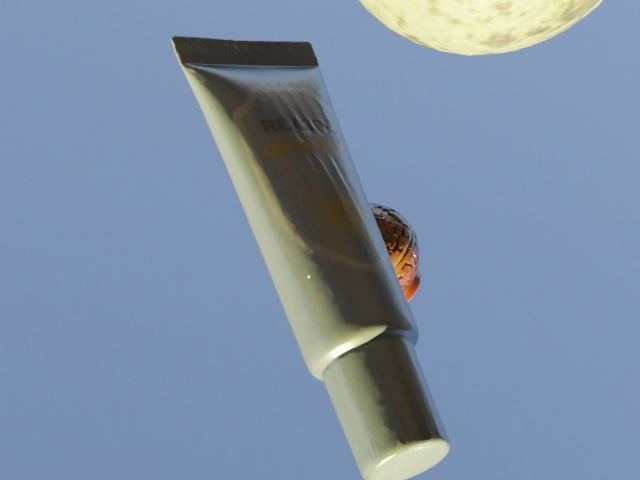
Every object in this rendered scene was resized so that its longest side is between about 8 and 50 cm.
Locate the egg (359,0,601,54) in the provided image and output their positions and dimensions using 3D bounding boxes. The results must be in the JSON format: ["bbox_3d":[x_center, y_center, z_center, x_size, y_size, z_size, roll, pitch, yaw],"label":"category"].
[{"bbox_3d":[0.068,-0.151,0.702,0.132,0.172,0.132,12,-140,-10],"label":"egg"}]

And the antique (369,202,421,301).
[{"bbox_3d":[0.038,0.013,1.601,0.104,0.104,0.104,8,-115,-19],"label":"antique"}]

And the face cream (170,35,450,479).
[{"bbox_3d":[0.000,0.000,1.408,0.135,0.086,0.385,-2,-121,-35],"label":"face cream"}]
